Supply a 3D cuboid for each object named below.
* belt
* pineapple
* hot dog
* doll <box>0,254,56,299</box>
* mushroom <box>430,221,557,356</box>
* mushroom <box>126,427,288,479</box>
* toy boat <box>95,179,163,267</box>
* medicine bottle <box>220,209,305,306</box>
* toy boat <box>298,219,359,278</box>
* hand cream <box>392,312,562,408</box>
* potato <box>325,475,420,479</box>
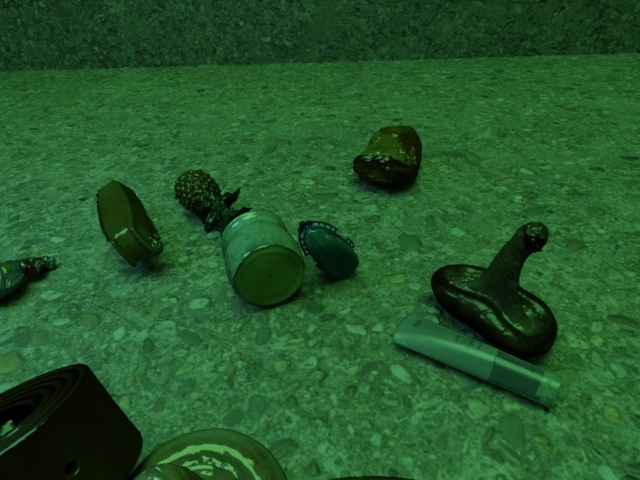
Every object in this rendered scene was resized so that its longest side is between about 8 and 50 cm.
[{"bbox_3d":[-0.365,0.264,0.466,0.339,0.122,0.217,-24,16,13],"label":"belt"},{"bbox_3d":[-0.256,-0.078,1.029,0.130,0.119,0.277,-11,34,-43],"label":"pineapple"},{"bbox_3d":[0.195,-0.232,1.206,0.175,0.114,0.259,9,35,24],"label":"hot dog"},{"bbox_3d":[-0.645,0.074,0.891,0.094,0.079,0.180,12,27,21],"label":"doll"},{"bbox_3d":[0.300,0.051,0.709,0.148,0.217,0.227,-26,42,-37],"label":"mushroom"},{"bbox_3d":[-0.141,0.291,0.453,0.206,0.209,0.206,-25,25,13],"label":"mushroom"},{"bbox_3d":[-0.437,-0.044,0.988,0.089,0.121,0.321,-40,43,-6],"label":"toy boat"},{"bbox_3d":[-0.114,0.032,0.836,0.147,0.147,0.143,-14,34,-14],"label":"medicine bottle"},{"bbox_3d":[0.000,0.000,0.849,0.091,0.175,0.110,-41,49,6],"label":"toy boat"},{"bbox_3d":[0.241,0.183,0.685,0.255,0.048,0.079,19,33,30],"label":"hand cream"},{"bbox_3d":[-0.020,0.323,0.226,0.442,0.385,0.319,-27,42,-21],"label":"potato"}]
